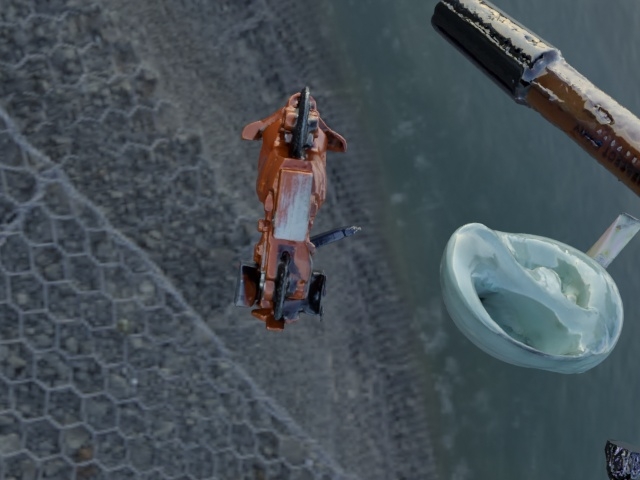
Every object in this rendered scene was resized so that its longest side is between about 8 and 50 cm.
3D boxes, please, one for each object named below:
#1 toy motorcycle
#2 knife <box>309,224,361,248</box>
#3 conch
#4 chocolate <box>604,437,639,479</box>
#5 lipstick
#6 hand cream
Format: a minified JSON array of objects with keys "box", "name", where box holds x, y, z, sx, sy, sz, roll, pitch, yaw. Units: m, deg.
[{"box":[-0.046,-0.048,1.526,0.147,0.221,0.326,7,96,-5],"name":"toy motorcycle"},{"box":[0.000,0.000,1.598,0.031,0.121,0.018,-76,143,-73],"name":"knife"},{"box":[0.208,0.066,1.141,0.221,0.185,0.121,16,113,-22],"name":"conch"},{"box":[0.404,0.352,1.558,0.072,0.070,0.147,23,96,-20],"name":"chocolate"},{"box":[0.282,-0.152,1.248,0.077,0.418,0.077,-31,148,-22],"name":"lipstick"},{"box":[0.444,0.018,1.735,0.061,0.143,0.039,20,29,-33],"name":"hand cream"}]
